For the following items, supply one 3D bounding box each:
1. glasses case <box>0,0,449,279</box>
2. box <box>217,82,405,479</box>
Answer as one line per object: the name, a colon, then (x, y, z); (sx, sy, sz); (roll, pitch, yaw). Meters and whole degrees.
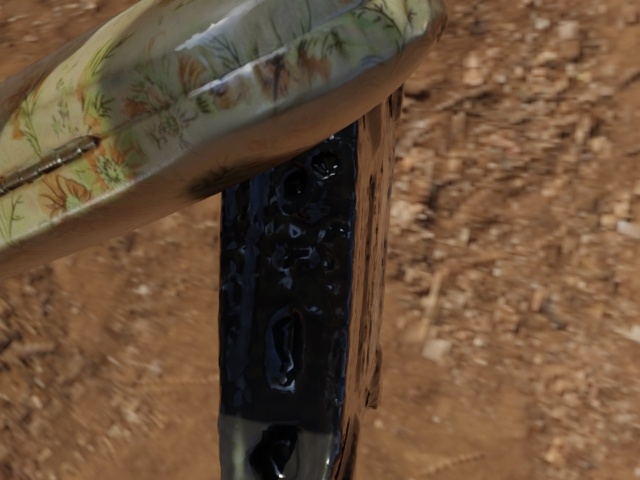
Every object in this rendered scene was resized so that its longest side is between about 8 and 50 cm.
glasses case: (-0.105, -0.053, 0.906); (0.156, 0.425, 0.098); (-30, 96, -38)
box: (0.000, 0.000, 1.202); (0.091, 0.350, 0.359); (5, 102, 6)
